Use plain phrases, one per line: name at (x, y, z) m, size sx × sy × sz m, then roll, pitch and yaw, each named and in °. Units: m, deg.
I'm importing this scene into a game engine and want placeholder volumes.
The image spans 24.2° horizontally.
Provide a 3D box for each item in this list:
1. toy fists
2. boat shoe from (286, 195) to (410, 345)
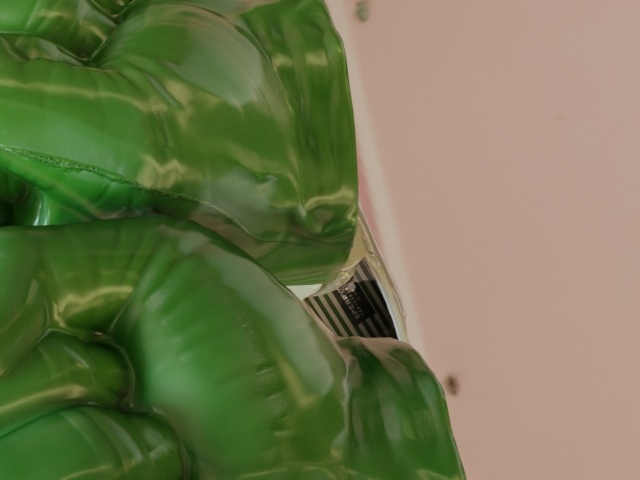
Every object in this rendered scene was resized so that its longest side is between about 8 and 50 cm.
toy fists at (-0.054, 0.012, 0.406) m, size 0.142 × 0.096 × 0.279 m, roll -3°, pitch -133°, yaw -12°
boat shoe at (0.000, 0.000, 1.173) m, size 0.302 × 0.109 × 0.094 m, roll 52°, pitch -176°, yaw -40°
